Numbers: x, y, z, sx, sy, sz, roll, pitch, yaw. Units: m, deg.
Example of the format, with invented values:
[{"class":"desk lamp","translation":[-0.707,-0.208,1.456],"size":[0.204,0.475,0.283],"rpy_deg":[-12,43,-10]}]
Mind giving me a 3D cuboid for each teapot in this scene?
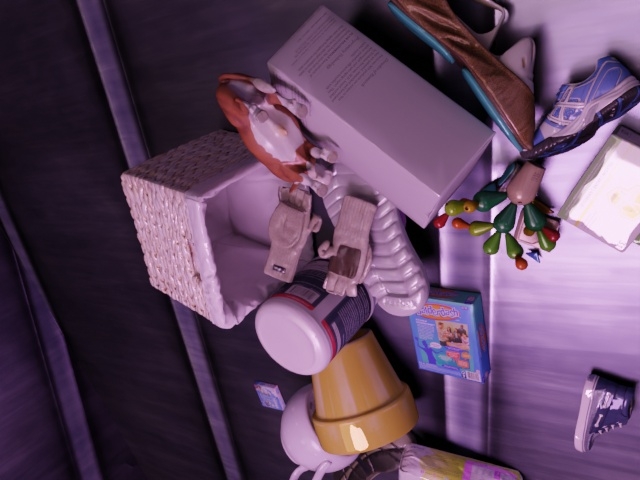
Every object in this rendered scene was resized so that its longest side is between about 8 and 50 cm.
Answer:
[{"class":"teapot","translation":[-0.019,0.529,1.574],"size":[0.187,0.256,0.252],"rpy_deg":[-42,70,29]}]

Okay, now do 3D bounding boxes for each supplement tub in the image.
[{"class":"supplement tub","translation":[0.003,0.150,1.295],"size":[0.191,0.272,0.191],"rpy_deg":[21,129,27]}]

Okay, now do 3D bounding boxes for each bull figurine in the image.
[{"class":"bull figurine","translation":[-0.064,-0.174,1.038],"size":[0.310,0.101,0.188],"rpy_deg":[43,170,-38]}]

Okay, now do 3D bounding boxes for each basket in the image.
[{"class":"basket","translation":[-0.219,-0.044,1.301],"size":[0.267,0.331,0.328],"rpy_deg":[17,127,32]}]

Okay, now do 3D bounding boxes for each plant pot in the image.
[{"class":"plant pot","translation":[0.085,0.352,1.409],"size":[0.254,0.254,0.238],"rpy_deg":[-17,91,44]}]

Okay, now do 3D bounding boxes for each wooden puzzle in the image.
[{"class":"wooden puzzle","translation":[0.395,-0.019,1.057],"size":[0.079,0.014,0.116],"rpy_deg":[31,134,24]}]

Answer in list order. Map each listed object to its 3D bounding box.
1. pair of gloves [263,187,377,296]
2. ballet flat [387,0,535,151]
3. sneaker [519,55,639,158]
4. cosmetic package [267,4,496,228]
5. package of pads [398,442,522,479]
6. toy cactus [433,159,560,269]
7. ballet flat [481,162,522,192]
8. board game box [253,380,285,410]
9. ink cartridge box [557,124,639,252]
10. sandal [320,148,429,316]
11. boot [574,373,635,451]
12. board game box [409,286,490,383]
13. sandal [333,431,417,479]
[{"class":"pair of gloves","translation":[0.000,0.000,1.185],"size":[0.240,0.042,0.204],"rpy_deg":[12,99,27]},{"class":"ballet flat","translation":[0.254,-0.302,0.911],"size":[0.124,0.116,0.342],"rpy_deg":[-41,80,16]},{"class":"sneaker","translation":[0.395,-0.198,0.903],"size":[0.211,0.080,0.081],"rpy_deg":[-40,65,48]},{"class":"cosmetic package","translation":[0.095,-0.207,1.012],"size":[0.366,0.155,0.197],"rpy_deg":[39,170,8]},{"class":"package of pads","translation":[0.343,0.642,1.450],"size":[0.297,0.101,0.229],"rpy_deg":[8,126,19]},{"class":"toy cactus","translation":[0.324,-0.049,0.993],"size":[0.219,0.112,0.180],"rpy_deg":[23,115,1]},{"class":"ballet flat","translation":[0.328,-0.093,1.043],"size":[0.041,0.041,0.114],"rpy_deg":[45,137,5]},{"class":"board game box","translation":[-0.162,0.496,1.845],"size":[0.090,0.020,0.090],"rpy_deg":[-1,117,37]},{"class":"ink cartridge box","translation":[0.524,-0.051,0.904],"size":[0.235,0.056,0.171],"rpy_deg":[34,134,18]},{"class":"sandal","translation":[0.112,-0.047,1.192],"size":[0.170,0.102,0.415],"rpy_deg":[-16,92,34]},{"class":"boot","translation":[0.559,0.356,1.140],"size":[0.086,0.069,0.189],"rpy_deg":[15,125,34]},{"class":"board game box","translation":[0.281,0.205,1.275],"size":[0.160,0.047,0.210],"rpy_deg":[6,122,36]},{"class":"sandal","translation":[0.151,0.602,1.617],"size":[0.303,0.086,0.120],"rpy_deg":[-44,67,31]}]
